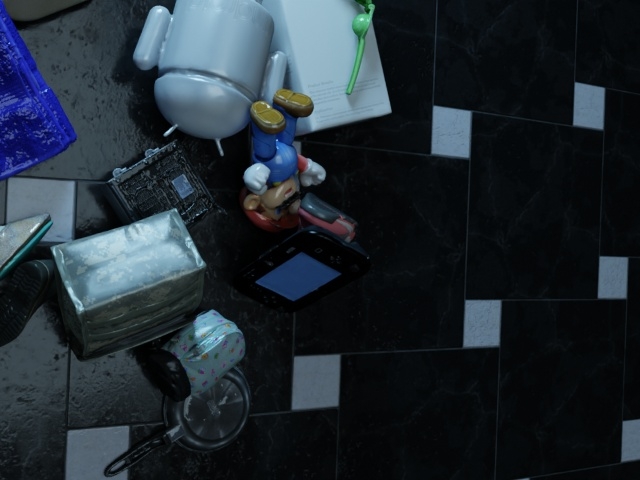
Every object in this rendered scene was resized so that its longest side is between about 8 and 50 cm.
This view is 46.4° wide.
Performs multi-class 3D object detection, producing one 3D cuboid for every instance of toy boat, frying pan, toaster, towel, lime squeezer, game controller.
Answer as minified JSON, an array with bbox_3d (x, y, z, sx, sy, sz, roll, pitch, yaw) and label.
[{"bbox_3d":[-0.516,-0.507,1.354,0.231,0.151,0.151,-31,75,-25],"label":"toy boat"},{"bbox_3d":[-0.285,0.355,1.534,0.326,0.053,0.197,-7,93,-31],"label":"frying pan"},{"bbox_3d":[-0.313,-0.083,1.470,0.168,0.110,0.185,-37,107,-22],"label":"toaster"},{"bbox_3d":[-0.589,-0.254,1.289,0.228,0.076,0.308,-32,119,-18],"label":"towel"},{"bbox_3d":[0.063,-0.462,1.526,0.110,0.059,0.310,-23,103,-29],"label":"lime squeezer"},{"bbox_3d":[-0.044,0.065,1.516,0.167,0.319,0.067,21,56,-29],"label":"game controller"}]

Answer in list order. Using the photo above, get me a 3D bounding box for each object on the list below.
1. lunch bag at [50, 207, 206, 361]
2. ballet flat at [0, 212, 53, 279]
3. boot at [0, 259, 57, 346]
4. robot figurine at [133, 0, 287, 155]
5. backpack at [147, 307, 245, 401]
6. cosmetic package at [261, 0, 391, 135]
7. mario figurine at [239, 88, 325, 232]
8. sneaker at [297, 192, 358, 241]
[{"bbox_3d":[-0.351,0.106,1.370,0.235,0.287,0.168,-20,65,-24],"label":"lunch bag"},{"bbox_3d":[-0.610,0.054,1.319,0.106,0.107,0.316,38,72,-13],"label":"ballet flat"},{"bbox_3d":[-0.528,0.110,1.383,0.077,0.137,0.198,45,108,5],"label":"boot"},{"bbox_3d":[-0.209,-0.352,1.466,0.300,0.200,0.353,14,82,-18],"label":"robot figurine"},{"bbox_3d":[-0.242,0.226,1.489,0.182,0.115,0.151,-39,149,-32],"label":"backpack"},{"bbox_3d":[-0.008,-0.431,1.607,0.217,0.156,0.384,-16,97,-28],"label":"cosmetic package"},{"bbox_3d":[-0.067,-0.134,1.510,0.198,0.170,0.320,-7,138,-14],"label":"mario figurine"},{"bbox_3d":[0.001,0.000,1.556,0.116,0.314,0.136,32,86,12],"label":"sneaker"}]
